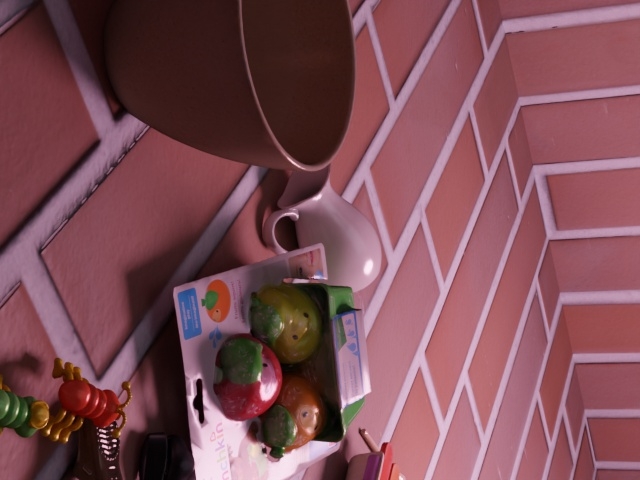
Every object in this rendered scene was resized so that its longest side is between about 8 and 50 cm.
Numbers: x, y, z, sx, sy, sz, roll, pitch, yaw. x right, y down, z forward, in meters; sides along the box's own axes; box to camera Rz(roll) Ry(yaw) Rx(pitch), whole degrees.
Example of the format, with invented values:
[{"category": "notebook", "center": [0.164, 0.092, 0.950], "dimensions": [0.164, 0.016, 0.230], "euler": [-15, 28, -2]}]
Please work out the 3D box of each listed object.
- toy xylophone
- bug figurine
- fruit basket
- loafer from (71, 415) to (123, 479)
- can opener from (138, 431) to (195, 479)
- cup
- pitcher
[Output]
[{"category": "toy xylophone", "center": [0.114, 0.474, 2.138], "dimensions": [0.322, 0.081, 0.236], "euler": [56, 38, -49]}, {"category": "bug figurine", "center": [-0.291, 0.249, 1.251], "dimensions": [0.216, 0.072, 0.279], "euler": [31, 59, -51]}, {"category": "fruit basket", "center": [-0.066, 0.189, 1.680], "dimensions": [0.353, 0.165, 0.327], "euler": [-18, 104, -62]}, {"category": "loafer", "center": [-0.259, 0.253, 1.380], "dimensions": [0.056, 0.050, 0.148], "euler": [35, 40, -63]}, {"category": "can opener", "center": [-0.197, 0.334, 1.515], "dimensions": [0.059, 0.073, 0.186], "euler": [158, -64, -75]}, {"category": "cup", "center": [-0.125, -0.242, 1.503], "dimensions": [0.331, 0.237, 0.331], "euler": [-3, 90, -65]}, {"category": "pitcher", "center": [0.000, 0.000, 1.920], "dimensions": [0.177, 0.125, 0.207], "euler": [-50, 124, -29]}]
